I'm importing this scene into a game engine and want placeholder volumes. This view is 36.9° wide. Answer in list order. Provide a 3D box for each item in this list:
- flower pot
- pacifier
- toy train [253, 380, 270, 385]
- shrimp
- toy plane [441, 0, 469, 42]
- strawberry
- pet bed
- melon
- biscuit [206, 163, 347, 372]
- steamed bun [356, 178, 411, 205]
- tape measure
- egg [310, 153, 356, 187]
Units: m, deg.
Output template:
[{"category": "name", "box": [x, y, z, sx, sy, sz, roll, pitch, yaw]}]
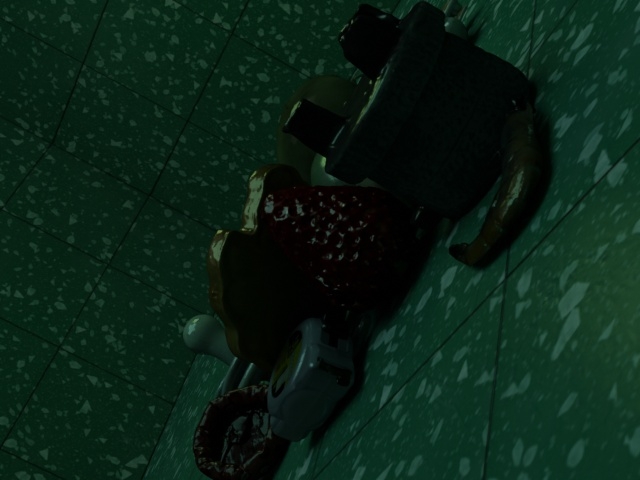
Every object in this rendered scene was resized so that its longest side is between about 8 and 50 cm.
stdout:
[{"category": "flower pot", "box": [0.117, -0.186, 1.397, 0.299, 0.283, 0.299, -59, 10, 17]}, {"category": "pacifier", "box": [-0.189, 0.230, 2.009, 0.299, 0.233, 0.244, -62, -18, -4]}, {"category": "toy train", "box": [-0.132, 0.360, 1.819, 0.194, 0.081, 0.125, -73, 10, -48]}, {"category": "shrimp", "box": [0.217, -0.073, 1.220, 0.198, 0.051, 0.262, -56, 13, 38]}, {"category": "toy plane", "box": [0.234, -0.411, 1.999, 0.244, 0.117, 0.244, -60, 10, 17]}, {"category": "strawberry", "box": [0.021, -0.004, 1.490, 0.205, 0.244, 0.205, 23, -90, -89]}, {"category": "pet bed", "box": [-0.137, 0.341, 1.692, 0.201, 0.053, 0.201, -19, 44, 20]}, {"category": "melon", "box": [0.021, -0.249, 2.291, 0.272, 0.272, 0.307, 158, 116, -77]}, {"category": "biscuit", "box": [-0.059, 0.058, 1.599, 0.057, 0.351, 0.312, 3, 34, 39]}, {"category": "steamed bun", "box": [0.130, -0.145, 1.636, 0.131, 0.177, 0.228, -14, 11, 17]}, {"category": "tape measure", "box": [-0.006, 0.208, 1.496, 0.178, 0.105, 0.196, -81, 19, -47]}, {"category": "egg", "box": [0.065, -0.126, 1.897, 0.169, 0.169, 0.236, -60, 14, 12]}]
